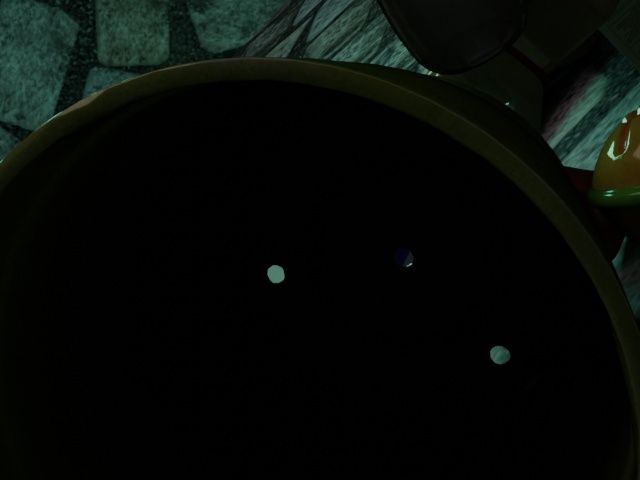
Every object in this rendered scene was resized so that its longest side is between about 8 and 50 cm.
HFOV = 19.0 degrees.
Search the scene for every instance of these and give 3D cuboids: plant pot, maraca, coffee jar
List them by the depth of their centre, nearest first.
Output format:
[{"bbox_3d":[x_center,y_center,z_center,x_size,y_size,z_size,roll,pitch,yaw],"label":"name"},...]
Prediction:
[{"bbox_3d":[0.015,0.049,1.069,0.366,0.366,0.353,-42,2,20],"label":"plant pot"},{"bbox_3d":[0.241,-0.048,1.078,0.185,0.099,0.127,-16,11,1],"label":"maraca"},{"bbox_3d":[0.074,-0.174,1.161,0.079,0.096,0.184,-29,21,12],"label":"coffee jar"}]

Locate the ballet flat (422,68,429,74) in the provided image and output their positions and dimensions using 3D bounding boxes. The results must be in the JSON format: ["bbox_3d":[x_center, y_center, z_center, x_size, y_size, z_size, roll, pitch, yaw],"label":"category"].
[{"bbox_3d":[0.166,-0.209,1.882,0.248,0.086,0.086,-53,14,-21],"label":"ballet flat"}]

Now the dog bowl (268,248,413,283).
[{"bbox_3d":[0.000,0.000,1.583,0.265,0.104,0.265,-49,23,28],"label":"dog bowl"}]

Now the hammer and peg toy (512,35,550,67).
[{"bbox_3d":[0.283,-0.275,1.450,0.361,0.127,0.266,-15,36,19],"label":"hammer and peg toy"}]

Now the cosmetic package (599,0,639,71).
[{"bbox_3d":[0.243,-0.134,1.304,0.060,0.115,0.041,-41,12,19],"label":"cosmetic package"}]

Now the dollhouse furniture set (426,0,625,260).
[{"bbox_3d":[0.228,-0.141,1.224,0.374,0.201,0.152,-45,12,38],"label":"dollhouse furniture set"}]

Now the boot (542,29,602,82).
[{"bbox_3d":[0.142,-0.147,1.723,0.207,0.090,0.248,-22,31,57],"label":"boot"}]
